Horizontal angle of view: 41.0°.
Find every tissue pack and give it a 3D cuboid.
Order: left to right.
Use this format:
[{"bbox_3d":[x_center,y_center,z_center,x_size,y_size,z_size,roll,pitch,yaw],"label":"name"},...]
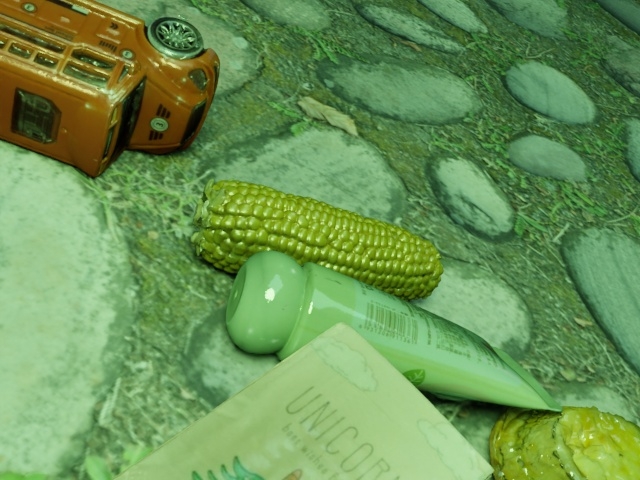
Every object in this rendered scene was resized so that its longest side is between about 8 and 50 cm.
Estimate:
[{"bbox_3d":[-0.042,0.196,0.575,0.325,0.071,0.170,-31,64,-35],"label":"tissue pack"}]

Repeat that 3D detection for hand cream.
[{"bbox_3d":[0.066,0.088,0.791,0.305,0.093,0.147,16,11,-15],"label":"hand cream"}]

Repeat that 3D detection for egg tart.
[{"bbox_3d":[0.243,0.213,0.774,0.191,0.074,0.191,15,41,-13],"label":"egg tart"}]

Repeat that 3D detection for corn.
[{"bbox_3d":[-0.001,0.005,0.849,0.260,0.091,0.091,13,2,-19],"label":"corn"}]

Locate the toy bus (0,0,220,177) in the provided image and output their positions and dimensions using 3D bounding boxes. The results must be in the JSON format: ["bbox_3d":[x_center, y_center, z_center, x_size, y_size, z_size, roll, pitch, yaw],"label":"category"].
[{"bbox_3d":[-0.273,-0.169,0.850,0.329,0.143,0.153,21,48,-11],"label":"toy bus"}]
